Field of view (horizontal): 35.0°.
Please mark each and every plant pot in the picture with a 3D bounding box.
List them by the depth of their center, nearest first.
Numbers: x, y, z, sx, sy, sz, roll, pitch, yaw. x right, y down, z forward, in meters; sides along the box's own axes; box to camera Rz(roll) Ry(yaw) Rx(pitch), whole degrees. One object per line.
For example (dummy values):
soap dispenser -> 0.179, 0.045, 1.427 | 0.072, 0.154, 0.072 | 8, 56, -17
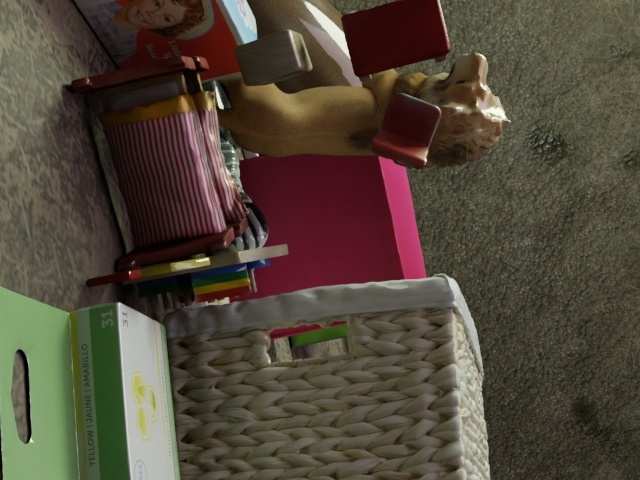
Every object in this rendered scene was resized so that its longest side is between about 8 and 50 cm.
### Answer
plant pot -> -0.074, -0.279, 1.372 | 0.230, 0.215, 0.215 | 50, 25, -31

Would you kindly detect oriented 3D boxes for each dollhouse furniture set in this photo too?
dollhouse furniture set -> -0.040, -0.116, 1.047 | 0.152, 0.374, 0.201 | -59, 135, -79

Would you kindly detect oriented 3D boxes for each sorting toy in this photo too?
sorting toy -> -0.116, 0.040, 1.034 | 0.274, 0.132, 0.046 | -8, 88, -71

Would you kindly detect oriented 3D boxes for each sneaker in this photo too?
sneaker -> -0.136, -0.029, 1.270 | 0.132, 0.086, 0.228 | 101, -27, -42

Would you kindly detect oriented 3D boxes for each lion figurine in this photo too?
lion figurine -> 0.009, -0.149, 1.201 | 0.240, 0.392, 0.142 | -108, -170, -59

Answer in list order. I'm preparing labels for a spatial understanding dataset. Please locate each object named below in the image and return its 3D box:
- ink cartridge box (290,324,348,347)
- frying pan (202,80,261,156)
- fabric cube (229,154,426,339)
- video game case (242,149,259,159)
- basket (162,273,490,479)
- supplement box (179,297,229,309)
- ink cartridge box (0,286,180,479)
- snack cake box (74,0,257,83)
ink cartridge box -> 0.056, 0.122, 1.802 | 0.255, 0.189, 0.097 | 21, 57, -78
frying pan -> -0.137, -0.215, 1.512 | 0.326, 0.053, 0.197 | 31, 48, -76
fabric cube -> 0.000, 0.000, 1.455 | 0.258, 0.259, 0.254 | -2, 81, -78
video game case -> -0.105, -0.184, 1.735 | 0.206, 0.026, 0.227 | -83, 159, -61
basket -> 0.025, 0.225, 1.160 | 0.331, 0.328, 0.266 | 56, 29, -66
supplement box -> -0.139, 0.079, 1.216 | 0.098, 0.036, 0.062 | 49, 30, -69
ink cartridge box -> -0.187, 0.136, 0.851 | 0.235, 0.056, 0.171 | 54, 27, -71
snack cake box -> -0.178, -0.279, 1.089 | 0.264, 0.152, 0.089 | 63, 18, -56
